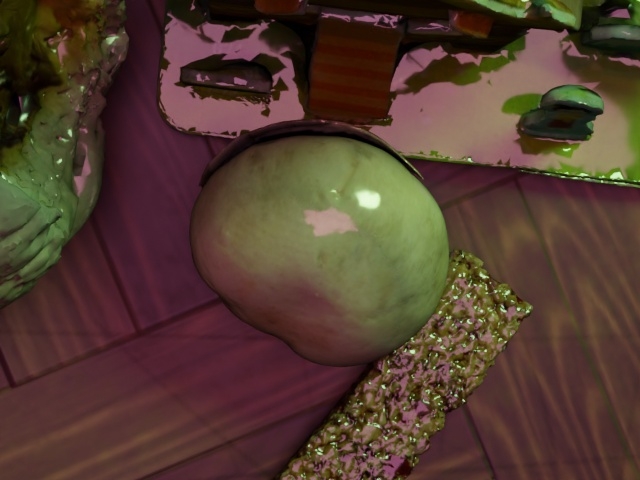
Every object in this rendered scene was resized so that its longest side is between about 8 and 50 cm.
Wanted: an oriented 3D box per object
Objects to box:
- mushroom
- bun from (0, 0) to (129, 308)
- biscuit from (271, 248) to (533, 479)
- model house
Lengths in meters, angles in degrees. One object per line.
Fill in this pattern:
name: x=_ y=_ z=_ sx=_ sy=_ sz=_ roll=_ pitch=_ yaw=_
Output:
mushroom: x=0.000 y=0.000 z=0.945 sx=0.154 sy=0.122 sz=0.154 roll=4 pitch=131 yaw=5
bun: x=-0.225 y=-0.063 z=0.891 sx=0.281 sy=0.205 sz=0.282 roll=-10 pitch=58 yaw=15
biscuit: x=0.046 y=0.098 z=0.989 sx=0.064 sy=0.034 sz=0.199 roll=39 pitch=90 yaw=-4
model house: x=0.092 y=-0.153 z=0.851 sx=0.357 sy=0.313 sz=0.243 roll=8 pitch=93 yaw=-4
